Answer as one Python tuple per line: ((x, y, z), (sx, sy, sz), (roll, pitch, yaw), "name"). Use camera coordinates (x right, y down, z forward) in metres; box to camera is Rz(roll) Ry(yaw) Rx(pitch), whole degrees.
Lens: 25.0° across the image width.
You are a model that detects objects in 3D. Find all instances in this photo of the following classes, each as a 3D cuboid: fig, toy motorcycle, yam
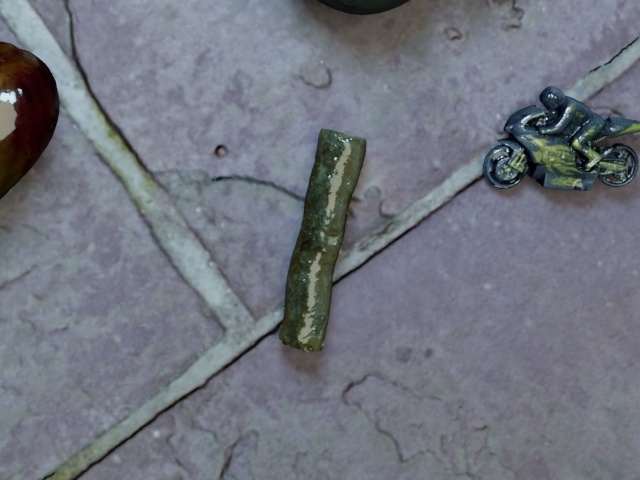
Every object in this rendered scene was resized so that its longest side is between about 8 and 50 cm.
((-0.384, -0.081, 1.503), (0.170, 0.145, 0.274), (21, 106, -15), "fig")
((0.288, -0.121, 1.706), (0.193, 0.061, 0.124), (-1, 105, -7), "toy motorcycle")
((0.000, 0.000, 1.649), (0.061, 0.061, 0.252), (10, 95, -16), "yam")

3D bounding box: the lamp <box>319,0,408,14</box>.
((0.069, -0.393, 1.571), (0.182, 0.182, 0.313), (28, 68, -17), "lamp")
